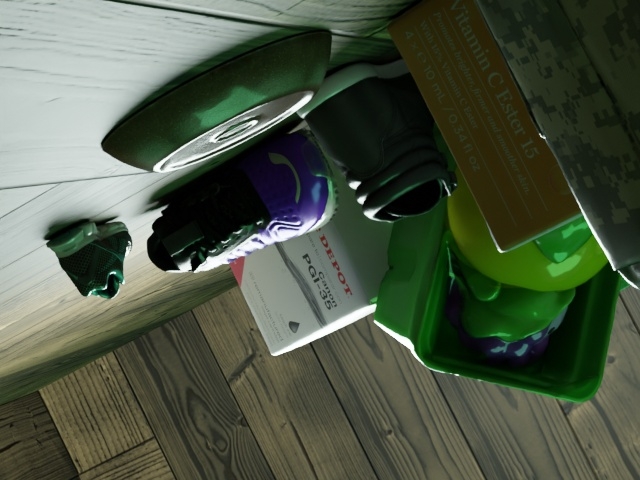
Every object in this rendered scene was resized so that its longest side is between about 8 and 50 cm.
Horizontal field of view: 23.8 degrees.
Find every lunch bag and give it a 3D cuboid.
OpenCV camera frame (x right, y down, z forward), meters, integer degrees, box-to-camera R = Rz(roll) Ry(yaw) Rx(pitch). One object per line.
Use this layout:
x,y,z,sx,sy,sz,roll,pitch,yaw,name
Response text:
0.257,-0.132,0.897,0.212,0.305,0.256,-24,177,-17,lunch bag

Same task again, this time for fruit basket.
0.225,-0.029,1.554,0.283,0.392,0.392,15,154,-29,fruit basket

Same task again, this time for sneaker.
-0.097,-0.022,1.614,0.146,0.102,0.293,-24,176,-33,sneaker
0.080,-0.096,1.467,0.104,0.147,0.295,-30,177,24,sneaker
-0.227,0.025,1.548,0.065,0.076,0.166,-27,177,12,sneaker

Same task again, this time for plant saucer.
-0.072,-0.099,1.175,0.198,0.036,0.198,-28,177,-2,plant saucer

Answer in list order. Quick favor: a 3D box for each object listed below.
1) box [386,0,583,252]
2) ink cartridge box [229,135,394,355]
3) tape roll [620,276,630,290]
0.260,-0.165,1.182,0.345,0.215,0.168,-30,175,40,box
0.000,0.000,1.820,0.117,0.207,0.283,-22,175,-29,ink cartridge box
0.300,-0.084,1.874,0.321,0.321,0.077,-28,176,27,tape roll
